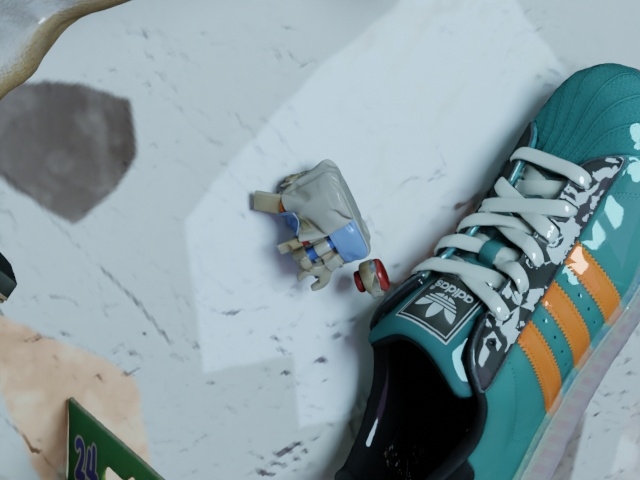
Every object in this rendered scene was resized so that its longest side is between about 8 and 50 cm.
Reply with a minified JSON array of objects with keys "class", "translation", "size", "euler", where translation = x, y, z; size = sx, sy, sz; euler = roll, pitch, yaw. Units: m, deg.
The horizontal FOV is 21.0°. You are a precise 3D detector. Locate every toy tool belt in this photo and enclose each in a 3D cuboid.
[{"class":"toy tool belt","translation":[0.000,0.000,0.962],"size":[0.051,0.052,0.083],"euler":[-21,112,12]}]

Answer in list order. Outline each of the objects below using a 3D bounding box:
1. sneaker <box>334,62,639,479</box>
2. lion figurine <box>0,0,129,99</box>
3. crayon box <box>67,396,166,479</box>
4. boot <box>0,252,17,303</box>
[{"class":"sneaker","translation":[0.104,0.034,0.974],"size":[0.121,0.108,0.302],"euler":[17,96,-47]},{"class":"lion figurine","translation":[-0.094,-0.147,0.809],"size":[0.392,0.240,0.142],"euler":[-20,93,-5]},{"class":"crayon box","translation":[-0.131,0.264,0.864],"size":[0.083,0.203,0.323],"euler":[-3,104,-27]},{"class":"boot","translation":[-0.259,0.016,0.816],"size":[0.198,0.077,0.137],"euler":[32,91,-17]}]
